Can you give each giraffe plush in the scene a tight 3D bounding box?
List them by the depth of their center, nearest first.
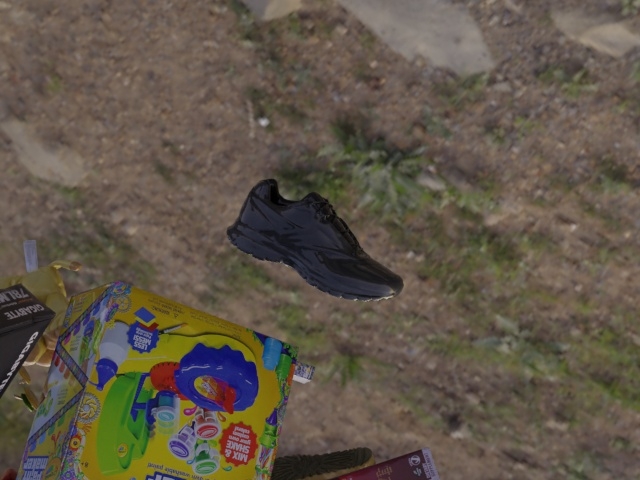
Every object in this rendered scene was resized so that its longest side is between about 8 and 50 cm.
[{"bbox_3d":[-0.454,0.132,1.701,0.181,0.210,0.170,3,145,2],"label":"giraffe plush"}]

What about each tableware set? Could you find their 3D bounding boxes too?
[{"bbox_3d":[-0.534,0.252,1.884,0.154,0.024,0.104,58,175,-4],"label":"tableware set"}]

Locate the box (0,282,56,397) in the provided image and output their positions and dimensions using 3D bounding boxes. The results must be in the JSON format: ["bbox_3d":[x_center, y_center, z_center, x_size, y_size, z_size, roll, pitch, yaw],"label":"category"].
[{"bbox_3d":[-0.463,0.194,1.171,0.073,0.293,0.295,40,105,12],"label":"box"}]

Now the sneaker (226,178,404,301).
[{"bbox_3d":[0.000,0.000,1.603,0.286,0.109,0.130,25,101,9],"label":"sneaker"}]

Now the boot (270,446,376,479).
[{"bbox_3d":[0.016,0.494,1.784,0.236,0.089,0.269,-10,107,17],"label":"boot"}]

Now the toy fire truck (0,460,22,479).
[{"bbox_3d":[-0.408,0.425,1.558,0.169,0.254,0.302,42,107,-12],"label":"toy fire truck"}]

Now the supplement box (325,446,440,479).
[{"bbox_3d":[0.064,0.402,1.557,0.073,0.239,0.130,108,144,-73],"label":"supplement box"}]

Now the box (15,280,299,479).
[{"bbox_3d":[-0.219,0.241,1.449,0.290,0.279,0.177,23,159,-28],"label":"box"}]

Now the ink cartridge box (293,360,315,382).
[{"bbox_3d":[-0.072,0.228,1.939,0.115,0.029,0.063,20,164,-7],"label":"ink cartridge box"}]
